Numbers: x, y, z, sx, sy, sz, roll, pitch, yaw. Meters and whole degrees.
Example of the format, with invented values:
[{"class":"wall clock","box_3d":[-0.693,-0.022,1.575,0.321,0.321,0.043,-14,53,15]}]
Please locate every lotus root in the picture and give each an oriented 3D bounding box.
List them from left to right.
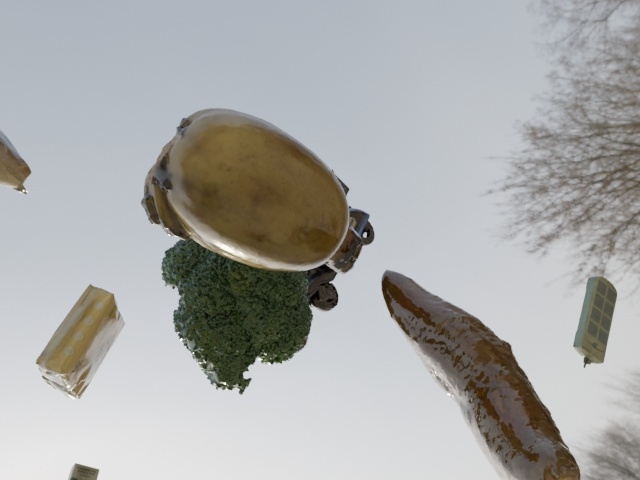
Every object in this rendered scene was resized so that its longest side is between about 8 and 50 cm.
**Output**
[{"class":"lotus root","box_3d":[-0.055,-0.039,0.621,0.309,0.182,0.183,29,-98,-32]}]

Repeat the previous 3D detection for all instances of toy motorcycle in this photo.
[{"class":"toy motorcycle","box_3d":[0.000,0.000,1.194,0.212,0.125,0.359,43,-138,-12]}]

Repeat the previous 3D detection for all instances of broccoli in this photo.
[{"class":"broccoli","box_3d":[-0.139,0.096,0.829,0.269,0.242,0.261,35,-132,4]}]

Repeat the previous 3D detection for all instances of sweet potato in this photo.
[{"class":"sweet potato","box_3d":[0.170,0.141,0.563,0.114,0.341,0.092,34,-77,-32]}]

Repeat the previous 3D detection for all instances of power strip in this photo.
[{"class":"power strip","box_3d":[0.617,0.181,1.136,0.080,0.029,0.227,35,-115,-19]}]

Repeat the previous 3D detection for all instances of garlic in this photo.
[{"class":"garlic","box_3d":[-0.649,-0.176,0.992,0.087,0.195,0.101,-48,-15,5]}]

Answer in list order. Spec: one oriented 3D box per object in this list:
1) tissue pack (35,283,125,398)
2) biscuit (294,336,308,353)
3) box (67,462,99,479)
[{"class":"tissue pack","box_3d":[-0.555,0.239,1.187,0.186,0.090,0.222,106,-178,-52]},{"class":"biscuit","box_3d":[-0.120,0.189,1.068,0.192,0.192,0.050,-6,-69,-38]},{"class":"box","box_3d":[-0.483,0.497,1.019,0.054,0.083,0.024,32,-63,-28]}]
